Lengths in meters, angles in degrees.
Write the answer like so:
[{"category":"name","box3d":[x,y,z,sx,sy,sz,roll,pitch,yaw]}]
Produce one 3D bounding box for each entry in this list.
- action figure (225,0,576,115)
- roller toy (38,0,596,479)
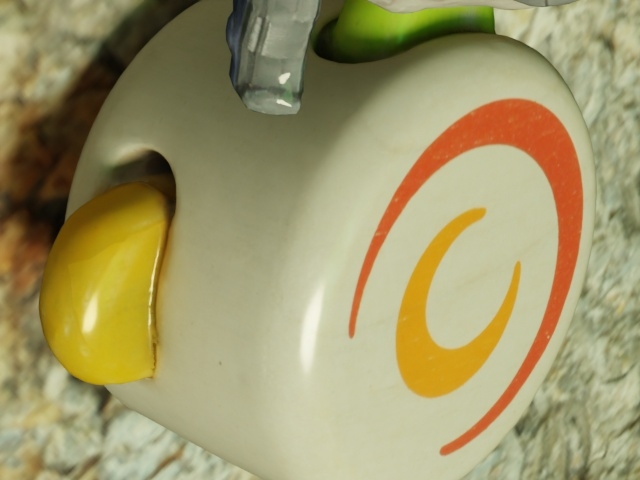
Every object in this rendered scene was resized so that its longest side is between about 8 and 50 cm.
[{"category":"action figure","box3d":[0.074,-0.207,0.548,0.330,0.178,0.341,-76,177,-46]},{"category":"roller toy","box3d":[0.000,0.000,0.733,0.209,0.146,0.191,-55,141,-17]}]
